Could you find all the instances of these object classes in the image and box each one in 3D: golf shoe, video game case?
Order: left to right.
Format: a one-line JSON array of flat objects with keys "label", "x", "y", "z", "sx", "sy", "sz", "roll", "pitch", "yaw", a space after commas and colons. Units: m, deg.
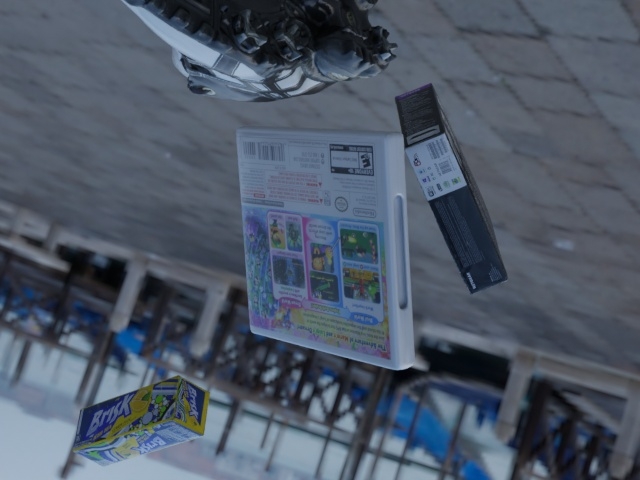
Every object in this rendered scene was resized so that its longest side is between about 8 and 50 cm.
[{"label": "golf shoe", "x": -0.046, "y": -0.097, "z": 0.611, "sx": 0.094, "sy": 0.077, "sz": 0.198, "roll": -20, "pitch": 166, "yaw": 29}, {"label": "video game case", "x": 0.000, "y": 0.000, "z": 0.828, "sx": 0.019, "sy": 0.143, "sz": 0.157, "roll": -11, "pitch": -168, "yaw": -37}]

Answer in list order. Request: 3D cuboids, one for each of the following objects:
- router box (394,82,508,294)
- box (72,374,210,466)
[{"label": "router box", "x": 0.132, "y": -0.054, "z": 1.310, "sx": 0.046, "sy": 0.133, "sz": 0.179, "roll": -22, "pitch": 116, "yaw": 10}, {"label": "box", "x": -0.209, "y": 0.211, "z": 1.507, "sx": 0.169, "sy": 0.059, "sz": 0.054, "roll": -21, "pitch": 138, "yaw": 33}]
